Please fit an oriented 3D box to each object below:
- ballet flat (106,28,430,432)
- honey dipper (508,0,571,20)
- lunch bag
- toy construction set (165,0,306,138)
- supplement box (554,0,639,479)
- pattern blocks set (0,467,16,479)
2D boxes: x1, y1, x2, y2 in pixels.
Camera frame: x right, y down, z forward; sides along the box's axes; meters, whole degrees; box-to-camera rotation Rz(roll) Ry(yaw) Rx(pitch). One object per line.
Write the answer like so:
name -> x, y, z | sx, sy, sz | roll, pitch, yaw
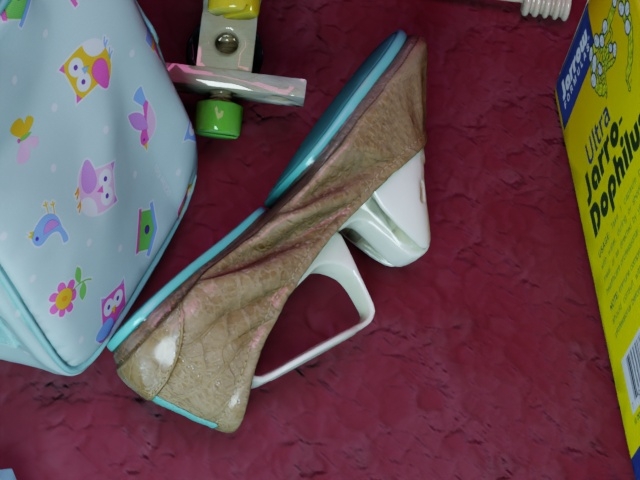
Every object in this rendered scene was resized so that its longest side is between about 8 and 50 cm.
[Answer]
ballet flat -> 0.000, 0.000, 1.118 | 0.124, 0.116, 0.342 | 43, 59, -4
honey dipper -> 0.122, -0.200, 1.310 | 0.161, 0.030, 0.030 | 6, 56, -1
lunch bag -> -0.191, -0.058, 1.012 | 0.108, 0.279, 0.224 | 12, 57, 27
toy construction set -> -0.092, -0.198, 1.116 | 0.309, 0.257, 0.237 | 11, 91, -29
supplement box -> 0.302, -0.027, 1.119 | 0.194, 0.195, 0.356 | 0, 56, -9
pattern blocks set -> -0.249, 0.213, 0.850 | 0.325, 0.026, 0.285 | 16, 48, -53
